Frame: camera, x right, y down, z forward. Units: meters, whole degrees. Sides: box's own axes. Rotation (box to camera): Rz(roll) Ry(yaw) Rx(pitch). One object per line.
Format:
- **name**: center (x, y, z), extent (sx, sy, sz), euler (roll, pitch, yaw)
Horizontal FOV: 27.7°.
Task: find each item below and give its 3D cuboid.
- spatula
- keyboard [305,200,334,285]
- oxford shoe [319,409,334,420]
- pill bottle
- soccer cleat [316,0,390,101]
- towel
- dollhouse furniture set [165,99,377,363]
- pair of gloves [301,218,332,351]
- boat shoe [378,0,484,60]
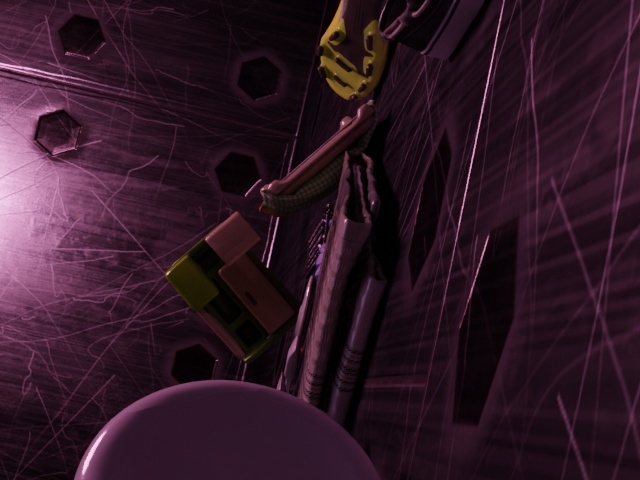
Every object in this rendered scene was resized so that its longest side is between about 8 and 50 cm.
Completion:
- **spatula**: center (-0.041, 0.168, 1.441), extent (0.242, 0.019, 0.168), euler (103, 177, -57)
- **keyboard**: center (0.000, 0.000, 1.844), extent (0.180, 0.023, 0.108), euler (126, 156, -77)
- **oxford shoe**: center (-0.050, 0.238, 1.128), extent (0.098, 0.097, 0.271), euler (53, 137, 46)
- **pill bottle**: center (-0.089, 0.288, 0.932), extent (0.210, 0.210, 0.363), euler (-82, 7, -48)
- **soccer cleat**: center (0.068, -0.283, 1.559), extent (0.121, 0.093, 0.289), euler (-44, -21, -33)
- **towel**: center (0.017, 0.088, 1.301), extent (0.312, 0.056, 0.324), euler (-82, 4, -74)
- **dollhouse furniture set**: center (-0.017, -0.004, 1.506), extent (0.301, 0.151, 0.197), euler (-41, 4, -3)
- **pair of gloves**: center (0.004, 0.055, 1.641), extent (0.159, 0.023, 0.198), euler (113, 168, -65)
- **boat shoe**: center (0.090, -0.205, 0.987), extent (0.219, 0.070, 0.078), euler (113, 169, -67)
